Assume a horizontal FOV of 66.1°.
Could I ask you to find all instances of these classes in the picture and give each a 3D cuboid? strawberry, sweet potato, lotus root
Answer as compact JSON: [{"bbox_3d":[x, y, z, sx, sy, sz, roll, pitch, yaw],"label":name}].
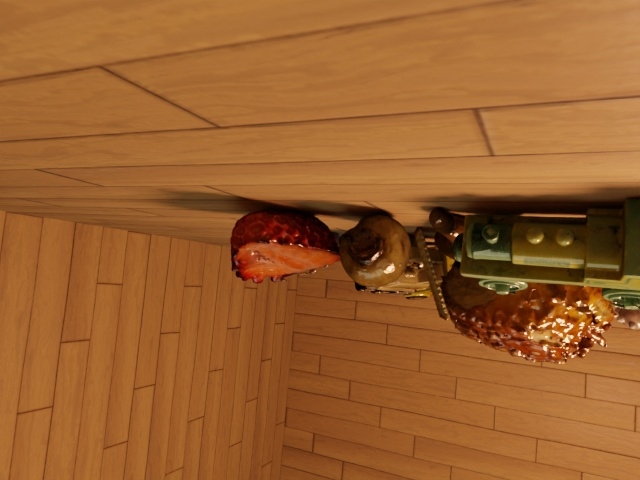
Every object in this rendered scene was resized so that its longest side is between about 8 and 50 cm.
[{"bbox_3d":[-0.111,-0.002,1.101,0.280,0.150,0.253,11,153,-43],"label":"strawberry"},{"bbox_3d":[0.282,-0.004,1.022,0.108,0.079,0.346,16,176,16],"label":"sweet potato"},{"bbox_3d":[0.124,0.024,1.053,0.154,0.154,0.278,4,178,13],"label":"lotus root"}]

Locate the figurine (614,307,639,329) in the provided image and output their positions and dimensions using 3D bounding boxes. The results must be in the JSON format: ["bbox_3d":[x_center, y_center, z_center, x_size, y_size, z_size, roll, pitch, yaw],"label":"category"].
[{"bbox_3d":[1.067,0.189,1.410,0.380,0.248,0.203,11,149,26],"label":"figurine"}]

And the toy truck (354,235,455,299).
[{"bbox_3d":[0.279,0.080,1.507,0.254,0.181,0.405,-9,165,40],"label":"toy truck"}]

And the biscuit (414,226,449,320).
[{"bbox_3d":[0.276,0.083,1.231,0.016,0.231,0.139,-17,173,6],"label":"biscuit"}]

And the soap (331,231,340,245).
[{"bbox_3d":[0.000,0.000,1.525,0.100,0.056,0.149,-1,173,37],"label":"soap"}]

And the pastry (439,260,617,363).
[{"bbox_3d":[0.507,0.146,1.195,0.337,0.292,0.405,33,159,-12],"label":"pastry"}]

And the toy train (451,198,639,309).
[{"bbox_3d":[0.387,0.015,0.781,0.369,0.150,0.237,3,167,26],"label":"toy train"}]
